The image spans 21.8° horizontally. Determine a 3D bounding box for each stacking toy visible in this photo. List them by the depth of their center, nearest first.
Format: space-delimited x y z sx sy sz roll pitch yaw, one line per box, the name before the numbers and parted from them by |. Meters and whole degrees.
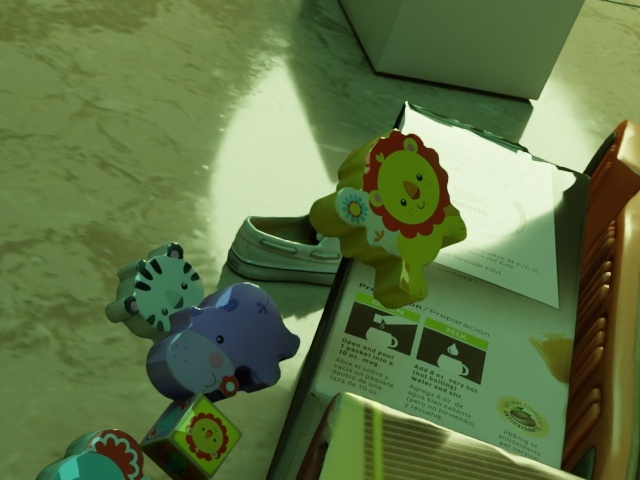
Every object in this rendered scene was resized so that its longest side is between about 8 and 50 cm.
stacking toy | -0.058 0.064 0.576 0.052 0.167 0.221 46 55 -15

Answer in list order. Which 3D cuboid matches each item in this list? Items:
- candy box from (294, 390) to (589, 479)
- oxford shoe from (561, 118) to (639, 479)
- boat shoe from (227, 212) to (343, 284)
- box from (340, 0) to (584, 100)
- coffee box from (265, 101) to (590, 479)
candy box | 0.122 0.166 0.358 0.317 0.087 0.183 20 32 0
oxford shoe | 0.177 0.054 0.828 0.133 0.130 0.363 29 32 -1
boat shoe | 0.000 0.000 0.884 0.100 0.035 0.035 3 36 -27
box | 0.089 -0.188 1.171 0.130 0.091 0.170 9 33 -21
coffee box | 0.042 0.064 0.713 0.098 0.141 0.246 21 32 0
